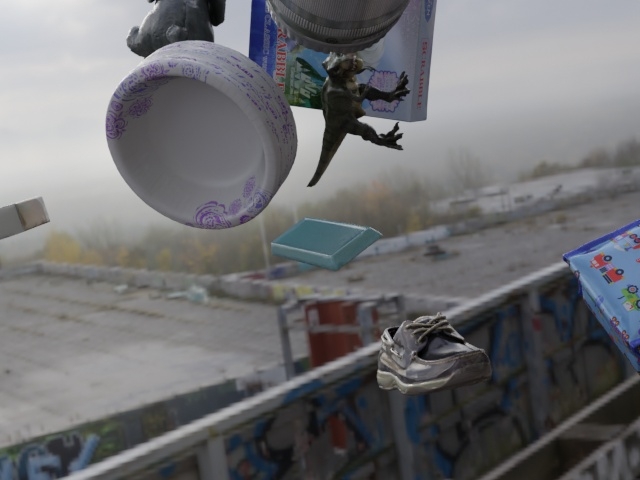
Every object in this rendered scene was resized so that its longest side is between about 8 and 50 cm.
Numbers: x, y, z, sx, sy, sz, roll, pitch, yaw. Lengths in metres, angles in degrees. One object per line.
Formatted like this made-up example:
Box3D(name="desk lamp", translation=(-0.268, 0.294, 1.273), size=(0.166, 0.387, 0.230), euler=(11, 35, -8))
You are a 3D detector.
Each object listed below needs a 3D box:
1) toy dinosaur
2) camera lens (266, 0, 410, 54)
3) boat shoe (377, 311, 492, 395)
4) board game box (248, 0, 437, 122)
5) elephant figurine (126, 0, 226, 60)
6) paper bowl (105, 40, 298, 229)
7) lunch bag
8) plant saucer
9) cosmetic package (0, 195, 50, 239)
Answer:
Box3D(name="toy dinosaur", translation=(0.050, -0.160, 1.319), size=(0.118, 0.064, 0.268), euler=(-4, -33, -9))
Box3D(name="camera lens", translation=(0.034, -0.402, 1.372), size=(0.219, 0.219, 0.274), euler=(-9, -20, -11))
Box3D(name="boat shoe", translation=(0.180, 0.197, 1.818), size=(0.132, 0.130, 0.355), euler=(-9, -3, -22))
Box3D(name="board game box", translation=(0.033, -0.369, 1.684), size=(0.318, 0.318, 0.066), euler=(11, 15, 28))
Box3D(name="elephant figurine", translation=(-0.229, -0.415, 1.738), size=(0.186, 0.239, 0.169), euler=(5, -12, 36))
Box3D(name="paper bowl", translation=(-0.172, -0.169, 1.582), size=(0.284, 0.284, 0.148), euler=(-5, 30, 25))
Box3D(name="lunch bag", translation=(0.585, 0.054, 1.673), size=(0.293, 0.138, 0.221), euler=(-32, 46, 5))
Box3D(name="plant saucer", translation=(0.000, 0.000, 1.162), size=(0.067, 0.018, 0.192), euler=(-37, 19, -16))
Box3D(name="cosmetic package", translation=(-0.417, -0.029, 1.407), size=(0.060, 0.041, 0.115), euler=(-17, 7, 6))
